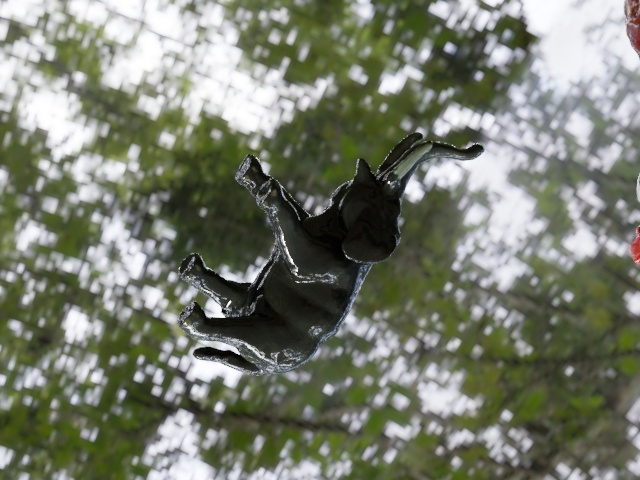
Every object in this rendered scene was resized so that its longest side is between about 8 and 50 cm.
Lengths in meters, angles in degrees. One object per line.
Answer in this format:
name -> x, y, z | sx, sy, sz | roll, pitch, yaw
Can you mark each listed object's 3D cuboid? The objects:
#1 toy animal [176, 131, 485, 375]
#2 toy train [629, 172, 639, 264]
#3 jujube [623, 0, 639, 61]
toy animal -> -0.005, -0.007, 1.381 | 0.137, 0.269, 0.082 | 38, -175, -25
toy train -> 0.340, -0.012, 1.423 | 0.204, 0.083, 0.131 | 16, -140, -26
jujube -> 0.298, -0.147, 1.273 | 0.176, 0.109, 0.112 | 19, -116, -27
